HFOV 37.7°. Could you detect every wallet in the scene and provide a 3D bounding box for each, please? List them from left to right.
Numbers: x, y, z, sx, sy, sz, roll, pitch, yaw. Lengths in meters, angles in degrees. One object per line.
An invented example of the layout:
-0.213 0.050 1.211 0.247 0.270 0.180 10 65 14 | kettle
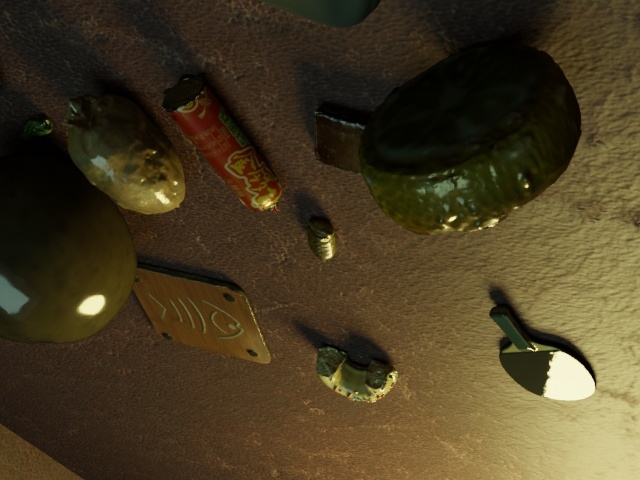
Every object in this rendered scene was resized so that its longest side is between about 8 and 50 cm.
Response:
0.100 -0.120 1.311 0.232 0.031 0.122 20 151 13 | wallet

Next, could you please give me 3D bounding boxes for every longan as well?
-0.503 0.018 1.649 0.360 0.361 0.361 17 146 12 | longan

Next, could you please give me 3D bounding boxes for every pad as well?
-0.251 0.153 1.934 0.283 0.018 0.287 11 146 21 | pad

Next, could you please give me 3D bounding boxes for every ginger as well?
-0.301 -0.125 1.473 0.152 0.138 0.267 11 150 29 | ginger

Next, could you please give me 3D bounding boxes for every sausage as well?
-0.134 -0.132 1.411 0.083 0.083 0.264 -4 139 37 | sausage

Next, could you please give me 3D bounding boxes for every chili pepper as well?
-0.489 -0.190 1.602 0.034 0.030 0.091 18 159 -39 | chili pepper

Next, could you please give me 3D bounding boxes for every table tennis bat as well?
0.364 0.197 1.587 0.154 0.021 0.274 -9 136 41 | table tennis bat

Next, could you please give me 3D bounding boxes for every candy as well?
0.166 -0.117 1.069 0.259 0.260 0.118 -6 131 38 | candy

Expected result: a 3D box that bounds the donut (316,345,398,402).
0.070 0.272 1.840 0.165 0.065 0.108 12 145 20 | donut

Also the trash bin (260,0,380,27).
0.000 -0.357 0.895 0.219 0.220 0.250 23 154 7 | trash bin

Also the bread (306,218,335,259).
0.000 0.000 1.540 0.049 0.034 0.088 22 148 16 | bread
